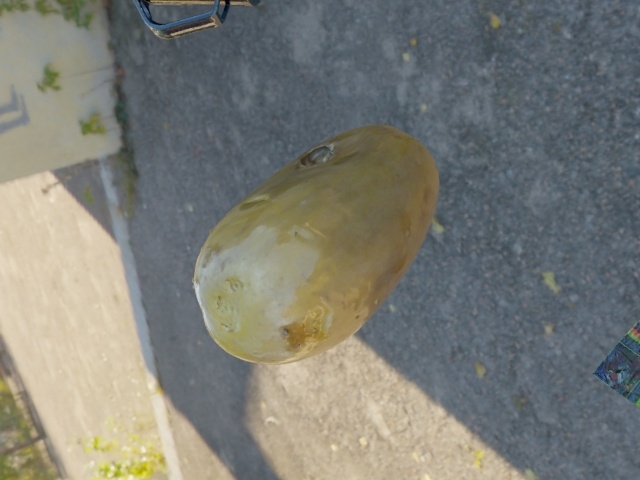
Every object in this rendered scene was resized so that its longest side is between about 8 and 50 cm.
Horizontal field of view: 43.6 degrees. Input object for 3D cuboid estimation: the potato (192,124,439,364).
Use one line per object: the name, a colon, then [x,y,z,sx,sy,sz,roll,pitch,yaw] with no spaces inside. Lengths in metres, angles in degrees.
potato: [0.000,0.000,0.627,0.150,0.234,0.146,25,139,30]

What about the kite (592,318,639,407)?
kite: [0.348,0.141,0.890,0.090,0.004,0.122,-9,57,33]

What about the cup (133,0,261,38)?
cup: [-0.154,-0.335,0.995,0.131,0.155,0.177,44,-125,-74]
